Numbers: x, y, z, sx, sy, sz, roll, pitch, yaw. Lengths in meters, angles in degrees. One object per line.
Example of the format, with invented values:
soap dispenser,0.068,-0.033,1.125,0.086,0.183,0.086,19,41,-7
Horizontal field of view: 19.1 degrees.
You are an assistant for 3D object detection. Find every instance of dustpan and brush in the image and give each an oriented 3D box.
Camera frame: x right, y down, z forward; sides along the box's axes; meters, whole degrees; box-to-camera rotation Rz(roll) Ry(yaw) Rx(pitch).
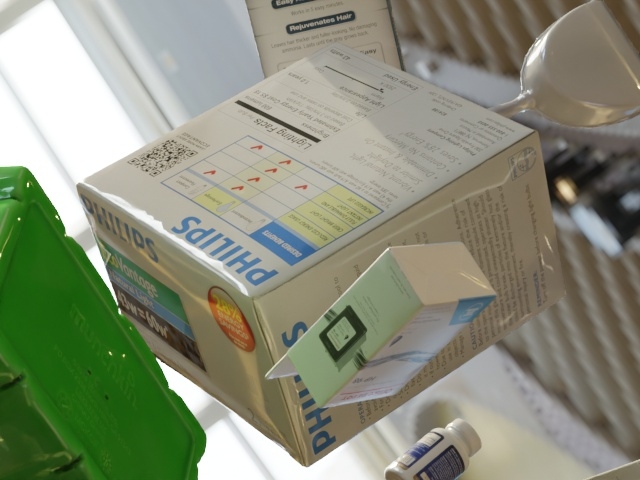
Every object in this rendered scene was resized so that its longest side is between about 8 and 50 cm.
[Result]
dustpan and brush,0.261,-0.174,2.159,0.147,0.211,0.060,60,-26,16

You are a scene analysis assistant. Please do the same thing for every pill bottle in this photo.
pill bottle,0.144,0.278,2.394,0.067,0.120,0.067,41,-27,26

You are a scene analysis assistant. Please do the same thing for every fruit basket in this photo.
fruit basket,-0.315,0.159,1.380,0.283,0.392,0.392,-81,154,-51

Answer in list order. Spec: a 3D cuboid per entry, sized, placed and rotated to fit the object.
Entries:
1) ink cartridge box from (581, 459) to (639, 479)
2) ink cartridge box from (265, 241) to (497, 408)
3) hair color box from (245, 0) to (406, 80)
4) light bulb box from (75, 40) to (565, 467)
ink cartridge box,0.287,0.314,2.082,0.127,0.175,0.072,93,-23,-64
ink cartridge box,0.048,0.080,1.579,0.180,0.104,0.060,-47,-116,32
hair color box,0.006,-0.264,2.368,0.105,0.174,0.347,-89,166,-67
light bulb box,0.000,0.000,2.013,0.358,0.361,0.225,30,-36,48
